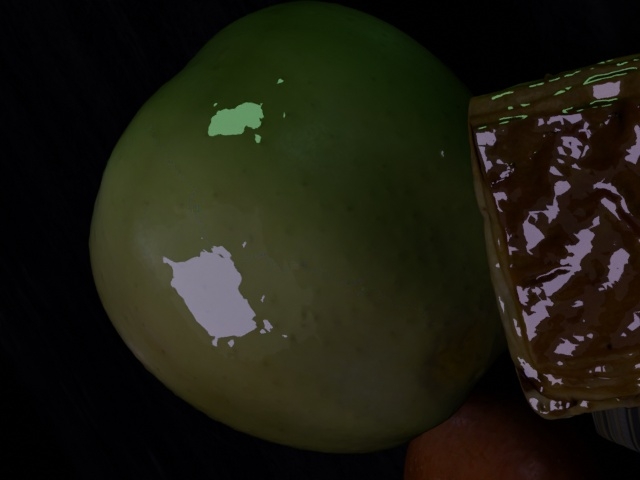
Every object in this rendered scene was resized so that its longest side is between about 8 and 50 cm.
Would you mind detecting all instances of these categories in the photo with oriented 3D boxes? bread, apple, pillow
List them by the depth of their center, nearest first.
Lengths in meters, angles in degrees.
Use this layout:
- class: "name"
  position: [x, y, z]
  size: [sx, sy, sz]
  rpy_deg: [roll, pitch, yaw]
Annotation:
- class: "bread"
  position: [0.282, -0.020, 1.408]
  size: [0.277, 0.167, 0.325]
  rpy_deg: [-12, 111, 21]
- class: "apple"
  position: [0.000, 0.000, 1.639]
  size: [0.473, 0.473, 0.474]
  rpy_deg: [35, 146, 29]
- class: "pillow"
  position: [0.364, 0.198, 1.716]
  size: [0.203, 0.038, 0.113]
  rpy_deg: [21, 140, 44]
- class: "apple"
  position: [0.213, 0.297, 1.869]
  size: [0.251, 0.206, 0.272]
  rpy_deg: [34, 144, 25]
